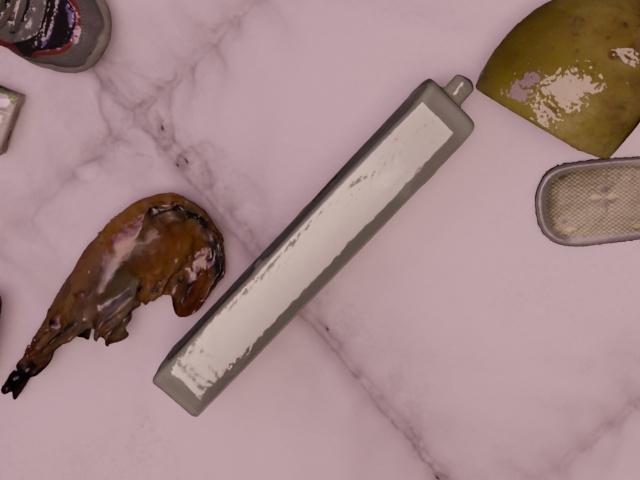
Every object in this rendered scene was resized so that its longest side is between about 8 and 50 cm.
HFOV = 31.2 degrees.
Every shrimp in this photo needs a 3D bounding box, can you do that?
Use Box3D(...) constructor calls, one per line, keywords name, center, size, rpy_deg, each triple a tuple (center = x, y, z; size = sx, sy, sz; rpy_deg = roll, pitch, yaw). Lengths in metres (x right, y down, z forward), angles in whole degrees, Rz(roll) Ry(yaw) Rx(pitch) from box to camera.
Box3D(name="shrimp", center=(-0.192, 0.072, 1.056), size=(0.117, 0.066, 0.262), rpy_deg=(37, 102, -4))

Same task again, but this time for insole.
Box3D(name="insole", center=(0.356, -0.049, 1.037), size=(0.322, 0.007, 0.109), rpy_deg=(-7, 100, 3))

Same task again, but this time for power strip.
Box3D(name="power strip", center=(-0.001, 0.000, 1.020), size=(0.062, 0.091, 0.385), rpy_deg=(43, 99, -6))

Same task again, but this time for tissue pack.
Box3D(name="tissue pack", center=(-0.317, -0.119, 1.037), size=(0.083, 0.042, 0.062), rpy_deg=(23, 99, -2))

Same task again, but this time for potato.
Box3D(name="potato", center=(0.221, -0.157, 0.968), size=(0.120, 0.081, 0.149), rpy_deg=(20, 102, -25))

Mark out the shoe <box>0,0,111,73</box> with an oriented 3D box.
Box3D(name="shoe", center=(-0.290, -0.219, 0.976), size=(0.227, 0.125, 0.099), rpy_deg=(25, 98, 0))
